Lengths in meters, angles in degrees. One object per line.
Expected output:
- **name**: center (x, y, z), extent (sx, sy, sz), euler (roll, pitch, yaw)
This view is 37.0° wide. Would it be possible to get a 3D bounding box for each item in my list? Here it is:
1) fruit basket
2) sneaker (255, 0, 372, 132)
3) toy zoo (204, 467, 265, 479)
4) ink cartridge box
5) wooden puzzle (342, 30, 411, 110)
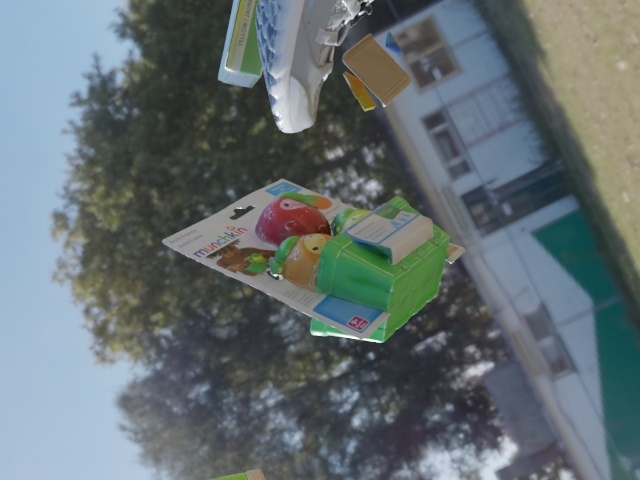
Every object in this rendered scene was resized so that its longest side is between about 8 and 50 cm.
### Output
- **fruit basket**: center (0.000, 0.000, 1.440), extent (0.353, 0.165, 0.327), euler (29, -147, 22)
- **sneaker**: center (0.010, -0.210, 0.831), extent (0.105, 0.115, 0.281), euler (-104, 19, -45)
- **toy zoo**: center (-0.161, 0.267, 0.706), extent (0.192, 0.293, 0.030), euler (-126, 32, -58)
- **ink cartridge box**: center (-0.081, -0.288, 1.179), extent (0.235, 0.056, 0.171), euler (-166, 88, -79)
- **wooden puzzle**: center (0.061, -0.186, 1.052), extent (0.078, 0.014, 0.116), euler (54, -134, 0)
